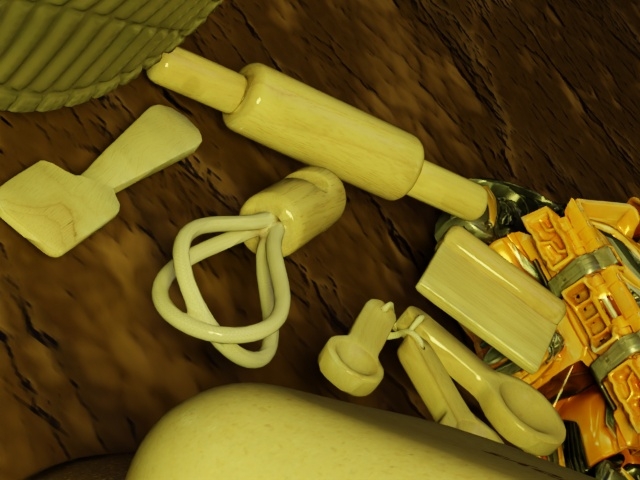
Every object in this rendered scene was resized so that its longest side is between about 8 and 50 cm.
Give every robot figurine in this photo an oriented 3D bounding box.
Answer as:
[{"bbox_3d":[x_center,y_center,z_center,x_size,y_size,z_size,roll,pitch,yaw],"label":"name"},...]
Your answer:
[{"bbox_3d":[0.166,0.056,0.935,0.291,0.085,0.211,13,44,-55],"label":"robot figurine"}]

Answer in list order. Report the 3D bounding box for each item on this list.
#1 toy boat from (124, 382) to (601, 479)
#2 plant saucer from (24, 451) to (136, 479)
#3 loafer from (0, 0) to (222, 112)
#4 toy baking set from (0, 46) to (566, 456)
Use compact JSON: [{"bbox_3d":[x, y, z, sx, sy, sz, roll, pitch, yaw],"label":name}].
[{"bbox_3d":[0.046,0.131,0.452,0.231,0.151,0.151,17,-1,39],"label":"toy boat"},{"bbox_3d":[0.019,0.184,0.552,0.310,0.050,0.311,39,28,-26],"label":"plant saucer"},{"bbox_3d":[-0.126,-0.106,0.615,0.268,0.102,0.092,3,52,-56],"label":"loafer"},{"bbox_3d":[0.000,-0.003,0.736,0.256,0.030,0.197,25,27,-23],"label":"toy baking set"}]
